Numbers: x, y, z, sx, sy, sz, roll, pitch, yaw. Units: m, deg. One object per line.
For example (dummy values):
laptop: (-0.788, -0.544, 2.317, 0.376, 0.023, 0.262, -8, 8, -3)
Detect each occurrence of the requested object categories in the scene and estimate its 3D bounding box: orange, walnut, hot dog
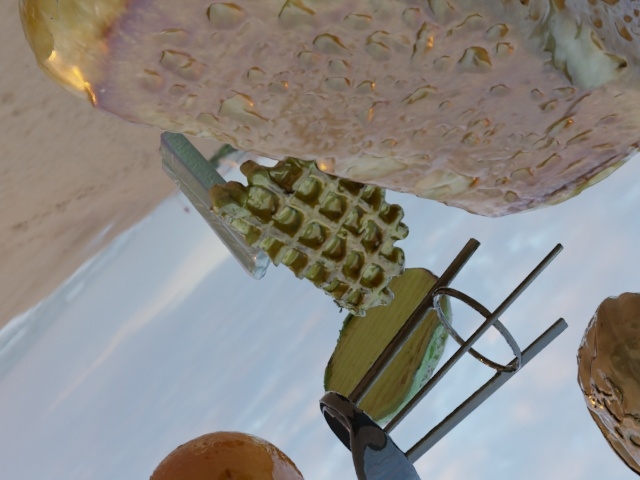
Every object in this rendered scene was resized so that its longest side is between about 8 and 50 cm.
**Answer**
orange: (-0.103, 0.296, 0.854, 0.193, 0.193, 0.161, -46, -157, 8)
walnut: (0.379, 0.157, 0.826, 0.198, 0.245, 0.198, -32, 159, -14)
hot dog: (0.034, -0.161, 0.491, 0.185, 0.405, 0.223, -41, -131, 41)

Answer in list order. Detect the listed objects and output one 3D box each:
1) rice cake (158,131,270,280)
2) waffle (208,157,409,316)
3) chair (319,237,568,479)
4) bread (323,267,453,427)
rice cake: (-0.137, -0.048, 1.045, 0.042, 0.221, 0.080, -35, 165, -27)
waffle: (0.000, 0.000, 0.664, 0.161, 0.191, 0.046, -28, -144, -21)
chair: (0.081, 0.090, 0.568, 0.095, 0.104, 0.221, 27, -116, 39)
bread: (0.105, 0.178, 1.308, 0.301, 0.045, 0.301, -43, -153, 28)
